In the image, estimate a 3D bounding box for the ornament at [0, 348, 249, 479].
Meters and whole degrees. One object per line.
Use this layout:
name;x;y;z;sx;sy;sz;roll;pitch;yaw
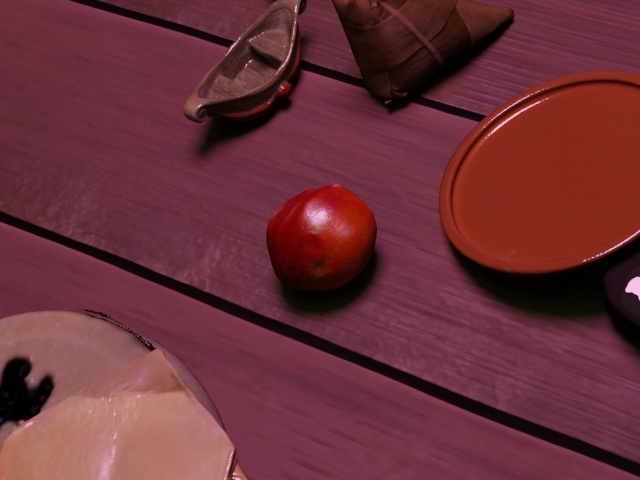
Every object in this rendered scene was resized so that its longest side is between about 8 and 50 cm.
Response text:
ornament;-0.154;0.163;1.098;0.201;0.059;0.180;2;55;15

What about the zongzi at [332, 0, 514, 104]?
zongzi;0.104;-0.238;1.385;0.176;0.160;0.078;-30;51;-1

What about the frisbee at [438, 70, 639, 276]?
frisbee;0.228;-0.065;1.287;0.251;0.021;0.251;-18;44;18

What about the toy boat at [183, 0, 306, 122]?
toy boat;-0.071;-0.179;1.453;0.089;0.071;0.185;29;70;30

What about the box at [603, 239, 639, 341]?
box;0.429;0.030;1.172;0.290;0.073;0.289;37;75;31

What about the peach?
peach;0.000;0.001;1.306;0.100;0.101;0.101;-8;57;12

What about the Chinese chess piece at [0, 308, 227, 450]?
Chinese chess piece;-0.248;0.226;1.205;0.349;0.146;0.349;-8;56;12
